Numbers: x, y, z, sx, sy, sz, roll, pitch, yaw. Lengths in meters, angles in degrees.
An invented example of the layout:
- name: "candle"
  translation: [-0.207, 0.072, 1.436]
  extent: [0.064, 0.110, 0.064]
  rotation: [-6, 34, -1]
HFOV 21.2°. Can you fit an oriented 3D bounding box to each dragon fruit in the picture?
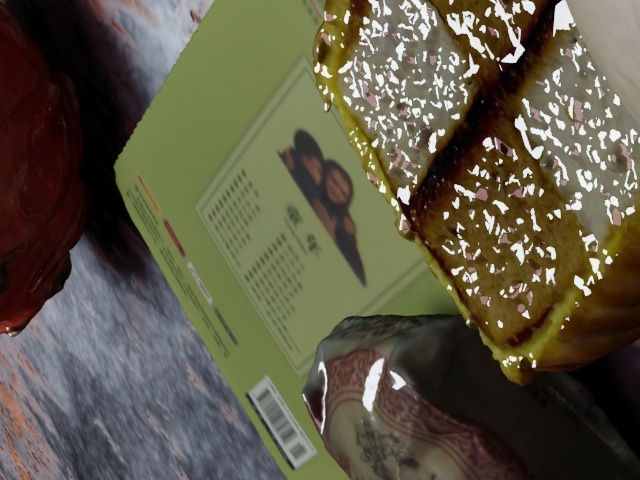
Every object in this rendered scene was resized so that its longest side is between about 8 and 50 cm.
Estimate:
- name: "dragon fruit"
  translation: [-0.261, -0.051, 1.101]
  extent: [0.241, 0.241, 0.252]
  rotation: [57, -175, 18]

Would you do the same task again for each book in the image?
- name: "book"
  translation: [0.000, 0.000, 0.860]
  extent: [0.239, 0.035, 0.352]
  rotation: [59, 153, 8]

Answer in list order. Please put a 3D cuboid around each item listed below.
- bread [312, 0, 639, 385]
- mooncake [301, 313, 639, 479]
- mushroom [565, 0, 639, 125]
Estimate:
- name: "bread"
  translation: [0.084, -0.066, 0.579]
  extent: [0.181, 0.096, 0.222]
  rotation: [57, 154, 19]
- name: "mooncake"
  translation: [0.056, 0.089, 0.740]
  extent: [0.130, 0.073, 0.125]
  rotation: [49, 152, -12]
- name: "mushroom"
  translation: [0.145, -0.086, 0.363]
  extent: [0.209, 0.206, 0.206]
  rotation: [-118, 14, -69]
